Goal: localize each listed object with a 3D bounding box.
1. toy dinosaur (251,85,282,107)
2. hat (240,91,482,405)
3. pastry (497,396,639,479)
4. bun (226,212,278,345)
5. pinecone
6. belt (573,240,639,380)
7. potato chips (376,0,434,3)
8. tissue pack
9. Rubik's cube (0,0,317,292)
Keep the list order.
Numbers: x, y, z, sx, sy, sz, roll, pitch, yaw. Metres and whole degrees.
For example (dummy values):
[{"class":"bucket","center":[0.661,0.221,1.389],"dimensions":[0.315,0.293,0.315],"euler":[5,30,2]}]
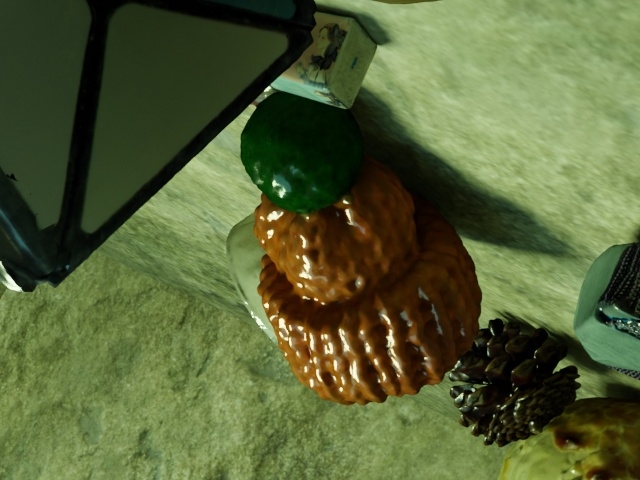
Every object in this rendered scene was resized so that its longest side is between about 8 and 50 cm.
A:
[{"class":"toy dinosaur","center":[-0.081,-0.171,1.432],"dimensions":[0.108,0.032,0.220],"euler":[20,168,26]},{"class":"hat","center":[0.000,0.000,1.454],"dimensions":[0.285,0.285,0.400],"euler":[15,152,50]},{"class":"pastry","center":[0.475,0.405,1.954],"dimensions":[0.388,0.313,0.388],"euler":[30,179,1]},{"class":"bun","center":[-0.003,0.042,1.891],"dimensions":[0.263,0.175,0.263],"euler":[45,-158,-24]},{"class":"pinecone","center":[0.282,0.208,1.891],"dimensions":[0.207,0.208,0.208],"euler":[27,169,6]},{"class":"belt","center":[0.391,0.094,1.267],"dimensions":[0.260,0.122,0.325],"euler":[20,171,4]},{"class":"potato chips","center":[0.025,-0.217,0.896],"dimensions":[0.208,0.062,0.195],"euler":[13,163,47]},{"class":"tissue pack","center":[-0.006,-0.170,1.151],"dimensions":[0.094,0.074,0.058],"euler":[19,173,35]},{"class":"Rubik's cube","center":[-0.238,-0.188,0.904],"dimensions":[0.305,0.307,0.310],"euler":[17,146,50]}]
